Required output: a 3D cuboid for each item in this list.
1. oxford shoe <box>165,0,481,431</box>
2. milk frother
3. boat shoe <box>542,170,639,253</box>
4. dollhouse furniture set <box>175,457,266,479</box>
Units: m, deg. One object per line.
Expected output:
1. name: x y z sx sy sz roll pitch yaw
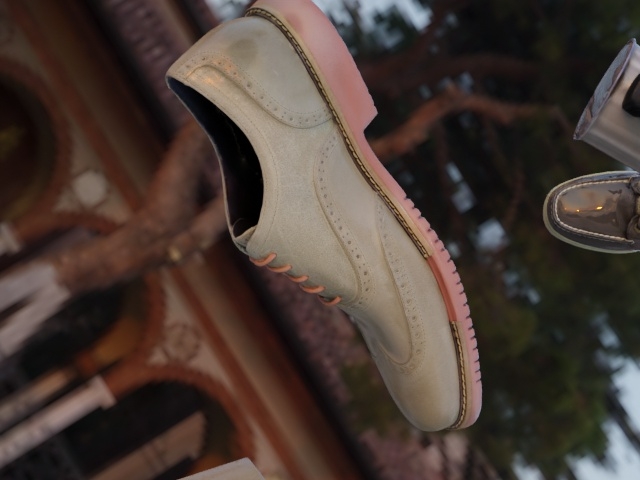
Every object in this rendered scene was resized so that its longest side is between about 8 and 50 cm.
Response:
1. oxford shoe: 0.000 0.000 1.586 0.397 0.146 0.140 62 -24 -9
2. milk frother: 0.276 -0.106 1.367 0.135 0.143 0.129 30 -23 -2
3. boat shoe: 0.317 -0.029 1.764 0.073 0.224 0.080 85 10 -78
4. dollhouse furniture set: -0.063 0.353 1.817 0.242 0.212 0.161 49 -46 30
